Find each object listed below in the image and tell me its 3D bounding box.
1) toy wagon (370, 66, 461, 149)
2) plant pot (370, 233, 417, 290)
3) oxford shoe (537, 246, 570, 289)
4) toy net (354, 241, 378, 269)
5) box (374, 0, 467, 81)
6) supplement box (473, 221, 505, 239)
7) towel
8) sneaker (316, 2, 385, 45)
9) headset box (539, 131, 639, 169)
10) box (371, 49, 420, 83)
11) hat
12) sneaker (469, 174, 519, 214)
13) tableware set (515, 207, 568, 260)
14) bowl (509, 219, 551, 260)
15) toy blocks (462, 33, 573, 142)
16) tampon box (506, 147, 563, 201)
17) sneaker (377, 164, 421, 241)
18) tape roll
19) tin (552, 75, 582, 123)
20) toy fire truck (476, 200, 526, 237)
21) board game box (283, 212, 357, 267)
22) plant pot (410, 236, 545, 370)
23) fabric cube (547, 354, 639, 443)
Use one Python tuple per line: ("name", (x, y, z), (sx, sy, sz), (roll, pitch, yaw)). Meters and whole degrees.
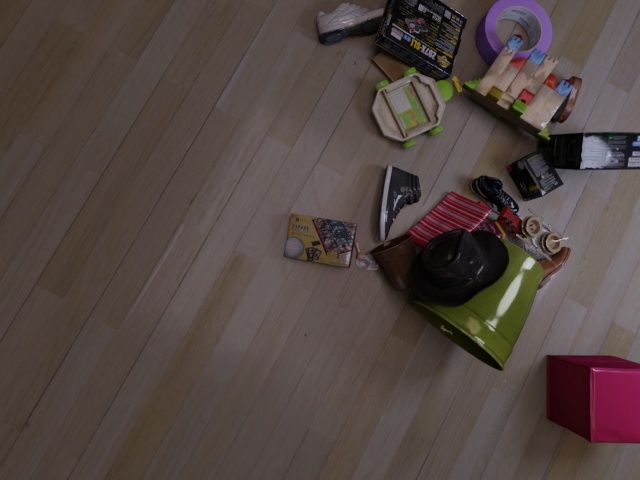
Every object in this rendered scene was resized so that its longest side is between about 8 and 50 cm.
("toy wagon", (0.372, -0.520, 1.720), (0.345, 0.068, 0.267), (-26, 93, -3))
("plant pot", (0.292, 0.084, 1.639), (0.167, 0.167, 0.165), (-27, 96, -7))
("oxford shoe", (0.879, 0.092, 1.732), (0.212, 0.076, 0.076), (-44, 83, -6))
("toy net", (0.114, 0.054, 1.675), (0.232, 0.045, 0.122), (33, 83, -2))
("box", (0.385, -0.796, 1.704), (0.322, 0.079, 0.257), (20, 83, -21))
("supplement box", (0.576, -0.001, 1.682), (0.188, 0.104, 0.080), (-5, 42, -6))
("towel", (0.464, -0.062, 1.659), (0.275, 0.199, 0.031), (-41, 132, -8))
("sneaker", (0.124, -0.856, 1.722), (0.297, 0.111, 0.129), (-15, 81, -7))
("headset box", (0.999, -0.333, 1.679), (0.247, 0.283, 0.131), (-1, 101, -4))
("box", (0.328, -0.713, 1.768), (0.201, 0.021, 0.164), (-43, 91, -7))
("hat", (0.421, 0.047, 1.446), (0.331, 0.331, 0.134), (-39, 125, -7))
("sneaker", (0.680, -0.168, 1.707), (0.217, 0.121, 0.079), (33, 84, -2))
("tableware set", (0.826, -0.022, 1.658), (0.194, 0.039, 0.128), (34, 77, -13))
("bowl", (0.829, -0.004, 1.729), (0.170, 0.080, 0.170), (0, 85, -5))
("toy blocks", (0.769, -0.586, 1.682), (0.381, 0.191, 0.260), (35, 96, 7))
("tampon box", (0.820, -0.250, 1.727), (0.102, 0.120, 0.161), (-29, 88, -8))
("sneaker", (0.297, -0.132, 1.676), (0.147, 0.104, 0.295), (10, 80, 1))
("tape roll", (0.767, -0.818, 1.785), (0.275, 0.090, 0.274), (1, 85, -5))
("tin", (0.974, -0.558, 1.773), (0.040, 0.106, 0.189), (21, 83, -3))
("toy fire truck", (0.689, -0.077, 1.708), (0.192, 0.135, 0.047), (39, 76, -15))
("board game box", (0.000, 0.000, 1.634), (0.244, 0.042, 0.164), (10, 90, 10))
("plant pot", (0.565, 0.189, 1.542), (0.366, 0.366, 0.353), (40, 84, -1))
("fabric cube", (1.008, 0.557, 1.611), (0.258, 0.259, 0.253), (4, 86, -5))
